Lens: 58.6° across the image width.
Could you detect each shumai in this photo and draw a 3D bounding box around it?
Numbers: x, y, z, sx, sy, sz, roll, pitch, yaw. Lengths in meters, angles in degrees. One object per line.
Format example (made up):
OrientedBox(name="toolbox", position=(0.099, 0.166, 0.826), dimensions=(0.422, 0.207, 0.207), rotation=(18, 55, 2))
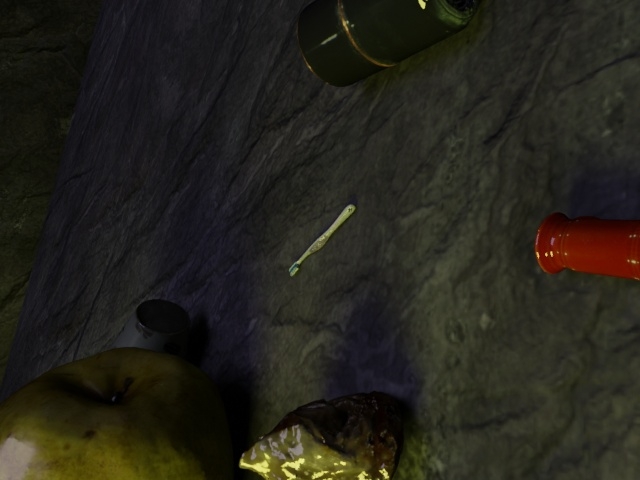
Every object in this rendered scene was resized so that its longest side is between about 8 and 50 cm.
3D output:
OrientedBox(name="shumai", position=(0.007, 0.175, 0.504), dimensions=(0.139, 0.105, 0.123), rotation=(-6, 38, 25))

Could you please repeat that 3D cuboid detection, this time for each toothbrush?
OrientedBox(name="toothbrush", position=(0.000, 0.000, 0.681), dimensions=(0.131, 0.011, 0.013), rotation=(-48, 29, 32))

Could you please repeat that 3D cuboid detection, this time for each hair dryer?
OrientedBox(name="hair dryer", position=(0.096, -0.357, 0.641), dimensions=(0.189, 0.107, 0.353), rotation=(-9, 63, 50))

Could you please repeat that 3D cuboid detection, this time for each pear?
OrientedBox(name="pear", position=(-0.242, 0.290, 0.664), dimensions=(0.304, 0.303, 0.304), rotation=(-28, 54, 46))

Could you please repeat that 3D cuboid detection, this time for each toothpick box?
OrientedBox(name="toothpick box", position=(0.189, 0.004, 0.381), dimensions=(0.083, 0.047, 0.047), rotation=(8, 82, 56))

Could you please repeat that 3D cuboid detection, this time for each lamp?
OrientedBox(name="lamp", position=(-0.272, 0.197, 0.884), dimensions=(0.215, 0.121, 0.121), rotation=(-64, 34, 28))
